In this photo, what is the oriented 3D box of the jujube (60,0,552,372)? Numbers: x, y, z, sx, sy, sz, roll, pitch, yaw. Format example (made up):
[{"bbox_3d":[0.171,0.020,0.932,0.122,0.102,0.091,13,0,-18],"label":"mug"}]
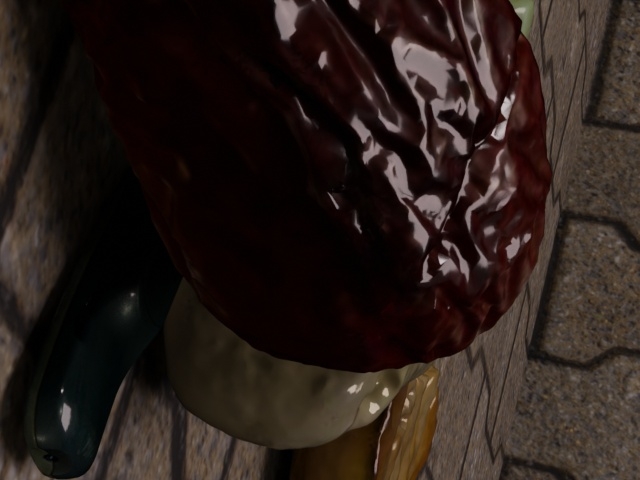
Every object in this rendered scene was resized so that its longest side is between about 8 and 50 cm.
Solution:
[{"bbox_3d":[-0.015,-0.088,0.822,0.342,0.216,0.216,61,37,-38],"label":"jujube"}]

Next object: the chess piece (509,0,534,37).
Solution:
[{"bbox_3d":[0.101,-0.133,1.171,0.176,0.176,0.298,-58,147,-55],"label":"chess piece"}]

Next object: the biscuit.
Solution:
[{"bbox_3d":[0.037,0.178,1.464,0.296,0.102,0.296,12,90,-79],"label":"biscuit"}]

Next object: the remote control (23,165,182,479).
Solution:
[{"bbox_3d":[-0.109,0.029,0.898,0.072,0.042,0.222,78,26,-50],"label":"remote control"}]

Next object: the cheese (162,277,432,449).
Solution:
[{"bbox_3d":[0.002,0.000,1.065,0.251,0.173,0.248,-40,140,-61],"label":"cheese"}]
